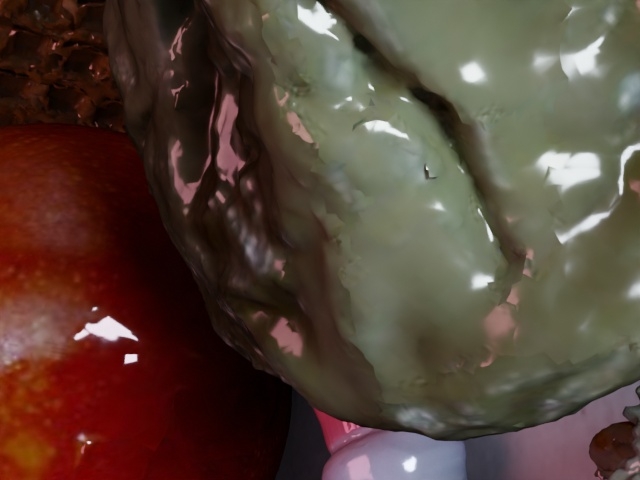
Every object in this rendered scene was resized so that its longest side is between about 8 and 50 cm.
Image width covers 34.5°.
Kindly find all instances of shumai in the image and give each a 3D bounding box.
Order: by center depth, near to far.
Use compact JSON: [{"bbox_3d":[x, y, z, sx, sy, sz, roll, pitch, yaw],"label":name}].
[{"bbox_3d":[-0.003,-0.144,0.390,0.324,0.323,0.397,-34,52,13],"label":"shumai"}]

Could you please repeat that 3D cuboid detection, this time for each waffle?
[{"bbox_3d":[-0.190,-0.155,0.897,0.308,0.213,0.091,-56,32,39],"label":"waffle"}]

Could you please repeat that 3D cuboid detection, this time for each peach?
[{"bbox_3d":[-0.185,0.092,0.716,0.388,0.388,0.388,-14,74,59],"label":"peach"}]

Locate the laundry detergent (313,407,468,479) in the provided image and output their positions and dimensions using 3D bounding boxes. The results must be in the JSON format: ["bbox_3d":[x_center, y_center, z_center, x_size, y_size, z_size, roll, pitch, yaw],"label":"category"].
[{"bbox_3d":[0.000,0.000,0.623,0.088,0.159,0.335,-29,62,22],"label":"laundry detergent"}]

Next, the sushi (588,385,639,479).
[{"bbox_3d":[0.166,0.105,0.358,0.226,0.103,0.097,178,98,-68],"label":"sushi"}]
